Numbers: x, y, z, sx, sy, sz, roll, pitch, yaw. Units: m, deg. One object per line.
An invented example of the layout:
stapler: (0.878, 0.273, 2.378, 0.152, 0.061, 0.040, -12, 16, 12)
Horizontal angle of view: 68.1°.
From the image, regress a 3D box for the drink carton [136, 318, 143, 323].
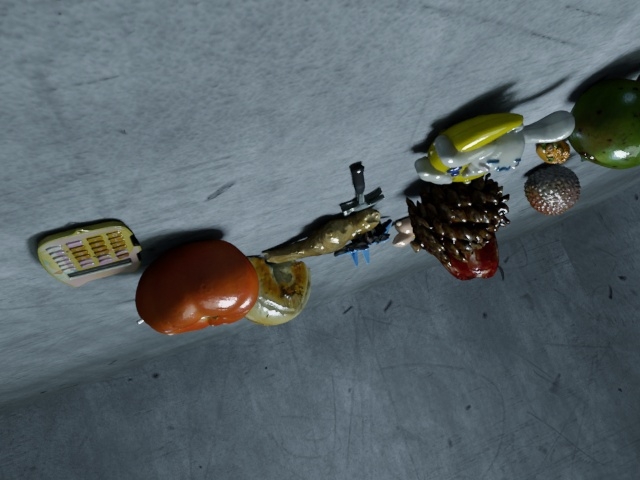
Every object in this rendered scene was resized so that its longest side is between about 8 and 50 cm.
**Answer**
drink carton: (-0.416, 0.173, 1.322, 0.200, 0.074, 0.084, -12, 164, -28)

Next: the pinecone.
pinecone: (0.341, -0.063, 1.203, 0.272, 0.224, 0.224, -39, 165, 5)

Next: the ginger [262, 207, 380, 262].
ginger: (0.000, 0.000, 1.249, 0.334, 0.081, 0.148, -24, -173, 26)

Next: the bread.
bread: (-0.147, 0.155, 1.386, 0.171, 0.192, 0.314, -31, 163, 34)

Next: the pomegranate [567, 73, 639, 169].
pomegranate: (0.608, -0.254, 0.942, 0.225, 0.187, 0.187, -52, 163, 4)

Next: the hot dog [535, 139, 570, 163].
hot dog: (0.616, -0.233, 1.249, 0.072, 0.055, 0.188, -30, 163, 32)

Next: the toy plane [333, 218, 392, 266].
toy plane: (0.144, -0.017, 1.327, 0.169, 0.078, 0.246, -16, -159, 42)

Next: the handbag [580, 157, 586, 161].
handbag: (0.756, -0.304, 1.124, 0.260, 0.079, 0.247, -23, 167, 7)

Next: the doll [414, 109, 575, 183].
doll: (0.317, -0.177, 0.916, 0.252, 0.111, 0.237, -3, 159, -26)

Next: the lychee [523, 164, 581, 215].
lychee: (0.737, -0.158, 1.494, 0.198, 0.165, 0.165, 16, 153, -19)

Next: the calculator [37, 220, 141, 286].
calculator: (-0.400, 0.022, 0.835, 0.157, 0.033, 0.236, -14, 163, -20)

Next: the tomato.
tomato: (-0.265, 0.100, 1.018, 0.260, 0.179, 0.260, -19, 164, -6)

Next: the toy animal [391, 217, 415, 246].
toy animal: (0.266, -0.034, 1.520, 0.114, 0.082, 0.091, -31, -159, -9)

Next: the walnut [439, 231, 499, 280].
walnut: (0.487, 0.009, 1.576, 0.244, 0.268, 0.222, -5, 160, -41)

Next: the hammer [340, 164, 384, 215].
hammer: (0.090, -0.113, 1.022, 0.103, 0.029, 0.246, -20, 166, 0)
